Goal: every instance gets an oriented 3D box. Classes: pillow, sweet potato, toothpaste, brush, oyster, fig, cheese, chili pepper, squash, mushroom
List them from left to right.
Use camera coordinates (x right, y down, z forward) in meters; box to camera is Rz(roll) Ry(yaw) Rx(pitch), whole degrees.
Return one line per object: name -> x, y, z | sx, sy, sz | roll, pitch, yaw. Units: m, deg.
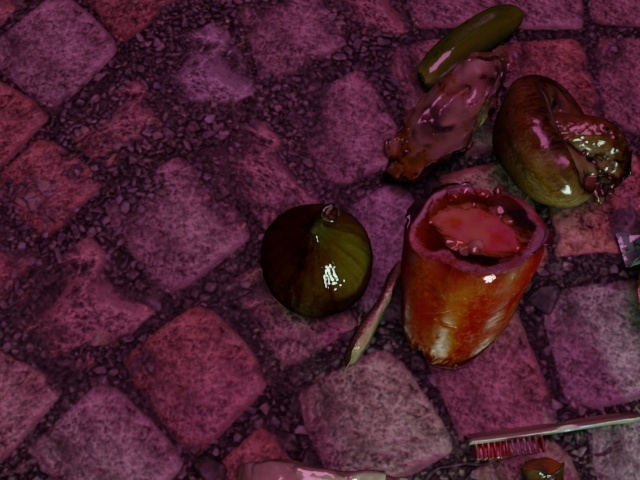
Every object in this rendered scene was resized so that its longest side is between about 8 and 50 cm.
fig -> 0.000, 0.000, 1.476 | 0.217, 0.321, 0.217 | 2, 63, -4
cheese -> 0.009, 0.436, 1.292 | 0.292, 0.332, 0.153 | 0, 68, 12
pillow -> 0.098, 0.135, 1.525 | 0.034, 0.135, 0.211 | 27, 68, 9
oyster -> 0.263, -0.251, 1.688 | 0.221, 0.096, 0.361 | 5, 56, 41
chili pepper -> 0.255, 0.060, 1.497 | 0.229, 0.305, 0.251 | 36, 58, 20
squash -> 0.315, -0.424, 1.785 | 0.292, 0.082, 0.082 | -36, 73, -14
brush -> 0.419, 0.348, 1.490 | 0.321, 0.060, 0.050 | -8, 81, -5
mushroom -> 0.461, -0.179, 1.628 | 0.283, 0.195, 0.263 | 33, 35, 6
sweet potato -> 0.456, 0.486, 1.419 | 0.286, 0.085, 0.112 | 40, 68, 13
toothpaste -> 0.737, -0.006, 1.652 | 0.296, 0.048, 0.075 | -10, 69, -3

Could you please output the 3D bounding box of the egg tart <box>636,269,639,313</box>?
egg tart -> 0.741, 0.091, 1.555 | 0.341, 0.129, 0.341 | 1, 78, -3
